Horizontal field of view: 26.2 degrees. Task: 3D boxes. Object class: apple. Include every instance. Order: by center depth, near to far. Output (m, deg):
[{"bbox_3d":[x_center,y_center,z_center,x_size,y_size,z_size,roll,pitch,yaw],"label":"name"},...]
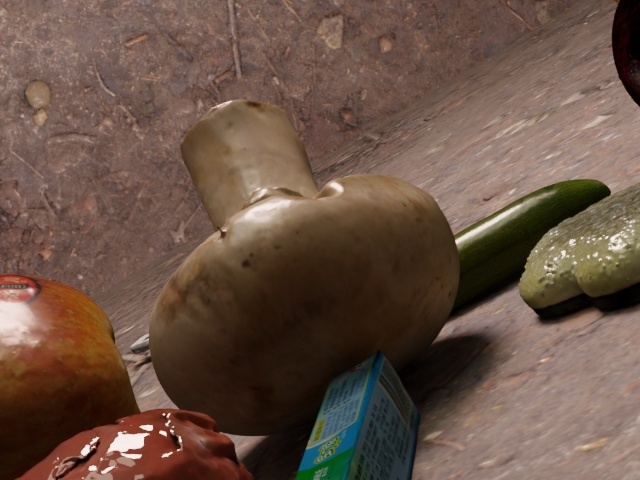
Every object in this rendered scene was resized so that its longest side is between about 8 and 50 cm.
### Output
[{"bbox_3d":[-0.289,0.167,1.328,0.250,0.277,0.309,-15,36,10],"label":"apple"}]

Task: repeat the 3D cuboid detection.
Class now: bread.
[{"bbox_3d":[0.276,-0.010,1.140,0.286,0.056,0.207,-26,7,34],"label":"bread"}]

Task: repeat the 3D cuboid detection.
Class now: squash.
[{"bbox_3d":[0.170,0.009,1.348,0.258,0.069,0.069,-30,8,3],"label":"squash"}]

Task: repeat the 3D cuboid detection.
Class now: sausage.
[{"bbox_3d":[-0.167,0.224,0.931,0.279,0.152,0.152,-34,9,-24],"label":"sausage"}]

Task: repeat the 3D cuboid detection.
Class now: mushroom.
[{"bbox_3d":[-0.041,0.012,1.213,0.292,0.290,0.292,-26,-19,-10],"label":"mushroom"}]

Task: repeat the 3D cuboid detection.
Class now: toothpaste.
[{"bbox_3d":[0.028,0.152,0.974,0.050,0.065,0.267,-28,8,13],"label":"toothpaste"}]

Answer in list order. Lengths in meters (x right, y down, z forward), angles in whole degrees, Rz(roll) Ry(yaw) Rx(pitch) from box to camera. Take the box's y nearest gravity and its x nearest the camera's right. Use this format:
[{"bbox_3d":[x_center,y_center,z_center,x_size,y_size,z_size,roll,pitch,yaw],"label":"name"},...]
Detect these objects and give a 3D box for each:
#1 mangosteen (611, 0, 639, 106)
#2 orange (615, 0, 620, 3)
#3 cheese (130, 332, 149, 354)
[{"bbox_3d":[0.386,-0.234,1.351,0.228,0.265,0.228,-27,9,5],"label":"mangosteen"},{"bbox_3d":[0.506,-0.415,1.775,0.293,0.341,0.340,15,39,42],"label":"orange"},{"bbox_3d":[-0.200,0.129,1.987,0.235,0.050,0.127,-24,12,44],"label":"cheese"}]
